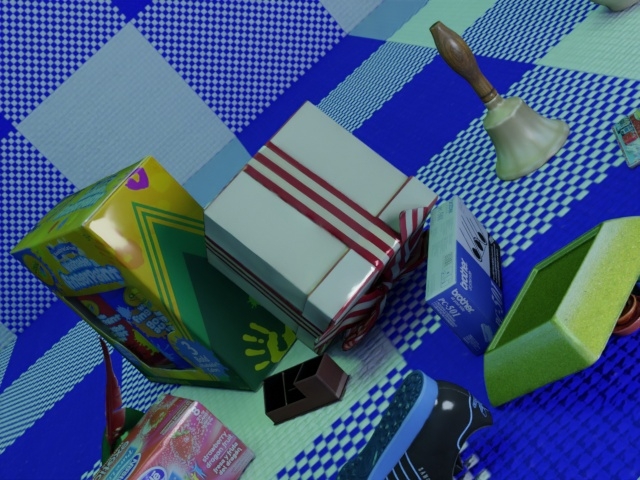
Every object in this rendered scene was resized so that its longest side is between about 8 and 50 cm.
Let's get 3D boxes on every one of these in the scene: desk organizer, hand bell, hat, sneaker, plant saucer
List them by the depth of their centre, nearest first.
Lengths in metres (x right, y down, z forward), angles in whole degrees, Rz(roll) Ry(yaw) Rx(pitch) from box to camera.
[{"bbox_3d":[0.079,0.237,0.902,0.232,0.090,0.081,-59,13,22],"label":"sneaker"},{"bbox_3d":[0.238,0.062,0.908,0.188,0.045,0.188,-53,2,-29],"label":"plant saucer"},{"bbox_3d":[-0.028,0.200,1.227,0.130,0.050,0.047,-28,23,37],"label":"desk organizer"},{"bbox_3d":[0.236,-0.215,1.304,0.126,0.242,0.126,-37,20,16],"label":"hand bell"},{"bbox_3d":[-0.317,0.278,1.363,0.208,0.183,0.173,-50,0,-6],"label":"hat"}]

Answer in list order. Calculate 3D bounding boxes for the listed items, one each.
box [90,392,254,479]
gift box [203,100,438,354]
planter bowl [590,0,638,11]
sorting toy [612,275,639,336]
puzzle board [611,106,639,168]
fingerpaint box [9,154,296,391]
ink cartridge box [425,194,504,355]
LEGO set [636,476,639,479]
[{"bbox_3d":[-0.227,0.340,1.211,0.257,0.122,0.128,-51,20,-24],"label":"box"},{"bbox_3d":[0.000,0.000,1.247,0.255,0.258,0.276,-50,-7,-13],"label":"gift box"},{"bbox_3d":[0.494,-0.451,1.511,0.162,0.109,0.162,-37,19,15],"label":"planter bowl"},{"bbox_3d":[0.300,0.048,0.906,0.061,0.042,0.102,-32,21,30],"label":"sorting toy"},{"bbox_3d":[0.418,-0.145,1.144,0.096,0.011,0.128,-35,20,23],"label":"puzzle board"},{"bbox_3d":[-0.289,0.075,1.537,0.163,0.371,0.445,-52,21,-25],"label":"fingerpaint box"},{"bbox_3d":[0.176,0.037,1.099,0.046,0.097,0.207,-34,21,25],"label":"ink cartridge box"},{"bbox_3d":[0.293,0.194,0.626,0.244,0.060,0.182,-40,12,-15],"label":"LEGO set"}]
